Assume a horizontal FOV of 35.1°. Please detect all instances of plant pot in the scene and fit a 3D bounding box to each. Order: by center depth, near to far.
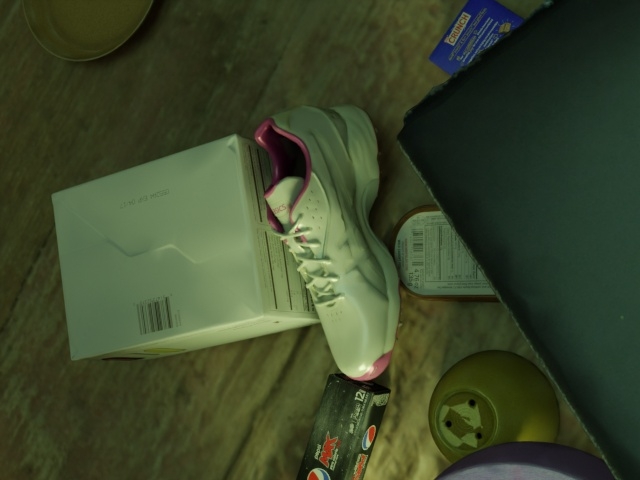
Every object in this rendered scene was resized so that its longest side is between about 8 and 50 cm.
[{"bbox_3d":[0.162,0.178,1.016,0.134,0.095,0.134,-2,85,27],"label":"plant pot"},{"bbox_3d":[-0.298,-0.351,1.342,0.236,0.032,0.236,-2,85,27],"label":"plant pot"}]

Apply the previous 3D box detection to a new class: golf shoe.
[{"bbox_3d":[0.000,0.000,1.082,0.115,0.140,0.306,-24,70,49],"label":"golf shoe"}]

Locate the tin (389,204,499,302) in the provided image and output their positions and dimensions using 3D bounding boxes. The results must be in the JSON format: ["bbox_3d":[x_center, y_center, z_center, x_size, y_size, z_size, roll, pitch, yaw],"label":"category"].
[{"bbox_3d":[0.155,0.013,1.052,0.190,0.040,0.106,-3,90,38],"label":"tin"}]

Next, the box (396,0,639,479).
[{"bbox_3d":[0.360,0.063,0.712,0.297,0.472,0.479,-38,70,20],"label":"box"}]

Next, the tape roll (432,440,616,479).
[{"bbox_3d":[0.189,0.324,0.905,0.275,0.090,0.274,1,93,23],"label":"tape roll"}]

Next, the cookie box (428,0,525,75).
[{"bbox_3d":[0.185,-0.199,1.070,0.107,0.040,0.091,41,104,24],"label":"cookie box"}]

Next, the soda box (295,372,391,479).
[{"bbox_3d":[0.019,0.233,1.109,0.060,0.053,0.168,20,94,28],"label":"soda box"}]

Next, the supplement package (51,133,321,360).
[{"bbox_3d":[-0.153,0.019,1.167,0.262,0.145,0.204,-15,78,27],"label":"supplement package"}]
